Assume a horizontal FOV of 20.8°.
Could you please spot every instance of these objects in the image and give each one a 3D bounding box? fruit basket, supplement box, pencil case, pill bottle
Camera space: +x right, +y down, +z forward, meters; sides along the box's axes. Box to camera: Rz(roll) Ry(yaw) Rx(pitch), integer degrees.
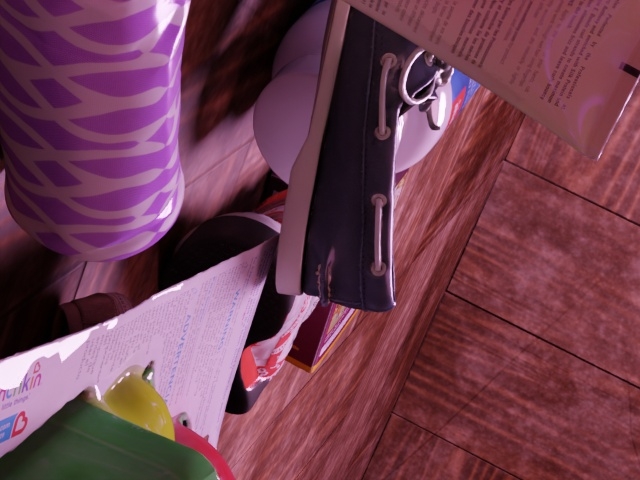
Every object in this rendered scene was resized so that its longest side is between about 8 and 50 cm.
[{"bbox_3d":[-0.133,0.169,0.901,0.353,0.165,0.327,-43,151,-72],"label":"fruit basket"},{"bbox_3d":[0.000,0.000,1.380,0.104,0.080,0.188,-53,166,-43],"label":"supplement box"},{"bbox_3d":[-0.090,-0.076,0.718,0.088,0.086,0.206,-48,163,-31],"label":"pencil case"},{"bbox_3d":[0.042,-0.119,1.171,0.221,0.124,0.124,-52,165,-49],"label":"pill bottle"}]

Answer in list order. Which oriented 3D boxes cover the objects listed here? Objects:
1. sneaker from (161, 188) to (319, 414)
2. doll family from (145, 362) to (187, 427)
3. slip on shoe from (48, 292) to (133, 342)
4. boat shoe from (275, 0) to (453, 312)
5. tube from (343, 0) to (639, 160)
[{"bbox_3d":[-0.037,0.009,1.203,0.145,0.090,0.270,-59,173,-26],"label":"sneaker"},{"bbox_3d":[-0.120,0.130,1.138,0.193,0.076,0.111,87,27,-76],"label":"doll family"},{"bbox_3d":[-0.145,0.086,0.992,0.041,0.051,0.135,-1,133,-37],"label":"slip on shoe"},{"bbox_3d":[0.034,-0.085,1.008,0.095,0.079,0.255,66,36,-84],"label":"boat shoe"},{"bbox_3d":[0.042,-0.131,0.807,0.062,0.240,0.070,-55,167,-27],"label":"tube"}]
